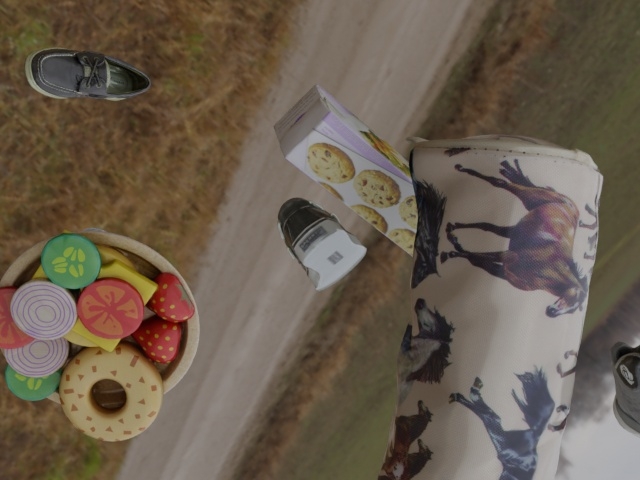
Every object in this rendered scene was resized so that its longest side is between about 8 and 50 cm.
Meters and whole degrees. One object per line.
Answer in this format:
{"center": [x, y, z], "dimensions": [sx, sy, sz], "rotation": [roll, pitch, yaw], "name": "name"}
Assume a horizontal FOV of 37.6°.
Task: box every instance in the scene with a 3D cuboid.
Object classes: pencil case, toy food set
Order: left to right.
{"center": [-0.090, 0.035, 0.368], "dimensions": [0.083, 0.083, 0.020], "rotation": [-53, -166, 18], "name": "toy food set"}
{"center": [0.135, 0.110, 0.833], "dimensions": [0.160, 0.183, 0.410], "rotation": [3, 98, -28], "name": "pencil case"}

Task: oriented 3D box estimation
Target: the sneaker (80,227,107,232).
{"center": [-0.363, 0.103, 1.357], "dimensions": [0.258, 0.094, 0.091], "rotation": [-63, 165, -2], "name": "sneaker"}

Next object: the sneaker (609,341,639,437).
{"center": [0.370, 0.157, 0.923], "dimensions": [0.086, 0.229, 0.132], "rotation": [-34, 117, -23], "name": "sneaker"}

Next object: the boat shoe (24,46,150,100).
{"center": [-0.353, -0.258, 1.451], "dimensions": [0.224, 0.074, 0.080], "rotation": [-3, 90, -60], "name": "boat shoe"}

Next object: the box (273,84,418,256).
{"center": [0.089, -0.035, 0.964], "dimensions": [0.067, 0.063, 0.324], "rotation": [-42, 125, 16], "name": "box"}

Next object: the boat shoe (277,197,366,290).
{"center": [0.000, 0.000, 1.096], "dimensions": [0.078, 0.070, 0.219], "rotation": [-38, 163, -3], "name": "boat shoe"}
